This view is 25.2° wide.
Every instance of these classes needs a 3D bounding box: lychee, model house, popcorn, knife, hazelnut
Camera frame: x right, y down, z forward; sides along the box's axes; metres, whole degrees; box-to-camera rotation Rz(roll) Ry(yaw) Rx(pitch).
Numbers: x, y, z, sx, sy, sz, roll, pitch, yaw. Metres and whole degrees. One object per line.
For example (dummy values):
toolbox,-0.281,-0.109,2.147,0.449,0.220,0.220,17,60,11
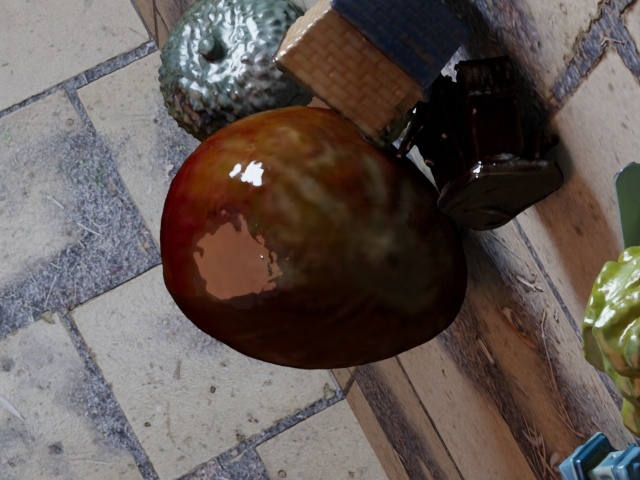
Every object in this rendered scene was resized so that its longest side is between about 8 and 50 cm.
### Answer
lychee,-0.116,-0.256,2.154,0.255,0.255,0.274,59,-173,24
model house,0.175,-0.114,1.548,0.203,0.141,0.164,-35,58,58
model house,0.073,-0.234,1.532,0.166,0.172,0.183,36,-149,-13
popcorn,0.308,0.081,1.186,0.185,0.167,0.187,62,174,-15
knife,0.299,0.015,1.300,0.044,0.080,0.331,60,173,32
hazelnut,0.000,0.000,1.897,0.421,0.353,0.421,22,160,9

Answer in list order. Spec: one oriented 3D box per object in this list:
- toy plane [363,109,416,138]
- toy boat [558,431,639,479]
toy plane,0.083,-0.191,1.827,0.286,0.092,0.108,-142,50,-65
toy boat,0.375,0.342,1.685,0.098,0.109,0.238,-20,97,45
